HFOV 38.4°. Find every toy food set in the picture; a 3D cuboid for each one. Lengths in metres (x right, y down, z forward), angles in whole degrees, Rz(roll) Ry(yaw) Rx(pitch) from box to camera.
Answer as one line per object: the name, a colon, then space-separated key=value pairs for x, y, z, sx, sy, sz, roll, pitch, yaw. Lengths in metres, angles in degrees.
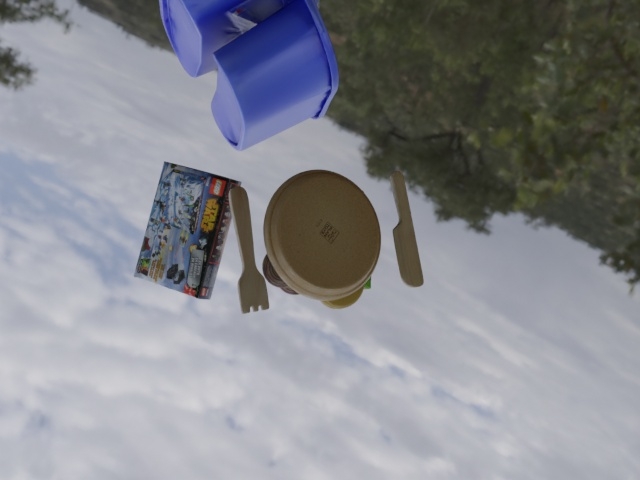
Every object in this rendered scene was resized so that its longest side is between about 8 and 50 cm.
toy food set: x=0.000 y=0.000 z=0.861 sx=0.192 sy=0.133 sz=0.038 roll=-6 pitch=175 yaw=-28

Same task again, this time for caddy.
caddy: x=-0.079 y=-0.262 z=1.190 sx=0.241 sy=0.179 sz=0.341 roll=59 pitch=170 yaw=2

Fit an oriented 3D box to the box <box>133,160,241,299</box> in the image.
box: x=-0.149 y=-0.012 z=1.025 sx=0.093 sy=0.137 sz=0.027 roll=17 pitch=-178 yaw=27
